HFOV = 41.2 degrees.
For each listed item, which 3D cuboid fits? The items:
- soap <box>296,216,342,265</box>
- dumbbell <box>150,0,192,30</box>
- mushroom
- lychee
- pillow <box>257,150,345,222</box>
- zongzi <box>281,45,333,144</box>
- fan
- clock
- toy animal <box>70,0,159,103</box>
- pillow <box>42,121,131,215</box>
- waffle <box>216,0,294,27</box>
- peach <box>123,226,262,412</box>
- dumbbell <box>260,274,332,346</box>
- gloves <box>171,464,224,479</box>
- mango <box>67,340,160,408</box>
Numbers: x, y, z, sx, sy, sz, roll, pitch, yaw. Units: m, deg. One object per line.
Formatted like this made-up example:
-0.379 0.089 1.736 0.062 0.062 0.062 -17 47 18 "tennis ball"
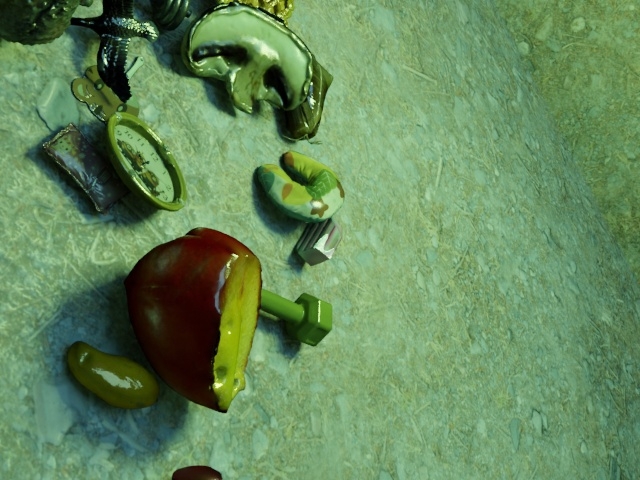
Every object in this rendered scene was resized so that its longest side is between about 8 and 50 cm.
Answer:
0.000 0.000 2.079 0.056 0.100 0.149 52 39 -20 "soap"
-0.396 -0.553 1.885 0.254 0.110 0.110 19 58 -38 "dumbbell"
-0.180 -0.432 2.031 0.344 0.130 0.248 8 101 -30 "mushroom"
-0.547 -0.486 1.545 0.274 0.255 0.255 18 57 -23 "lychee"
-0.045 -0.130 2.084 0.214 0.086 0.233 39 38 14 "pillow"
-0.072 -0.395 2.163 0.241 0.111 0.248 47 42 -42 "zongzi"
-0.426 -0.325 1.804 0.152 0.008 0.227 48 43 -23 "fan"
-0.363 -0.150 1.725 0.237 0.057 0.237 50 19 -24 "clock"
-0.440 -0.432 1.761 0.160 0.197 0.273 -51 151 -70 "toy animal"
-0.451 -0.137 1.653 0.185 0.043 0.118 49 37 -17 "pillow"
-0.163 -0.580 2.116 0.291 0.051 0.291 -25 127 -37 "waffle"
-0.214 0.153 1.597 0.281 0.281 0.338 -24 87 -53 "peach"
-0.102 0.142 1.881 0.302 0.121 0.108 27 24 -39 "dumbbell"
-0.221 0.538 1.539 0.145 0.126 0.241 -10 109 -57 "gloves"
-0.370 0.248 1.531 0.190 0.075 0.098 35 32 -29 "mango"
